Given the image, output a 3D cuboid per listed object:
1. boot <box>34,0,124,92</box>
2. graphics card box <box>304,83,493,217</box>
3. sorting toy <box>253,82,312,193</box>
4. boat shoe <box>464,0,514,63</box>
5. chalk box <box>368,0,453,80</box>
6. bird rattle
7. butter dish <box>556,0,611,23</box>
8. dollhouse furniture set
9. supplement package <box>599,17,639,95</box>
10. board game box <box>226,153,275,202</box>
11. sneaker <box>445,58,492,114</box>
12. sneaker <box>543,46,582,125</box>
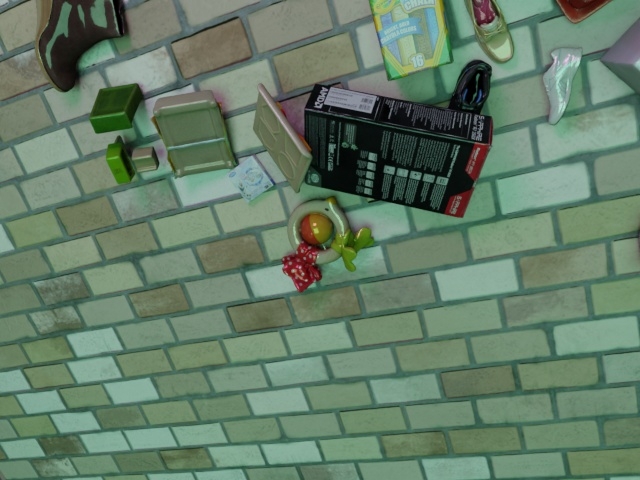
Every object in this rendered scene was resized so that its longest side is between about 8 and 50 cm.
[{"bbox_3d":[-0.560,-0.476,1.152,0.206,0.090,0.249,5,110,14],"label":"boot"},{"bbox_3d":[0.150,-0.185,1.047,0.370,0.094,0.233,12,147,8],"label":"graphics card box"},{"bbox_3d":[-0.083,-0.220,1.080,0.038,0.208,0.193,-31,81,-16],"label":"sorting toy"},{"bbox_3d":[0.333,-0.428,0.971,0.063,0.059,0.170,-29,103,23],"label":"boat shoe"},{"bbox_3d":[0.175,-0.443,0.960,0.132,0.132,0.213,-10,112,18],"label":"chalk box"},{"bbox_3d":[0.000,0.000,1.225,0.253,0.143,0.207,-18,96,33],"label":"bird rattle"},{"bbox_3d":[0.492,-0.499,0.869,0.160,0.118,0.160,-33,101,24],"label":"butter dish"},{"bbox_3d":[-0.372,-0.273,1.208,0.301,0.151,0.198,-9,132,-1],"label":"dollhouse furniture set"},{"bbox_3d":[0.682,-0.353,0.838,0.198,0.199,0.263,38,115,-4],"label":"supplement package"},{"bbox_3d":[-0.175,-0.155,1.232,0.090,0.020,0.090,-31,103,23],"label":"board game box"},{"bbox_3d":[0.293,-0.261,1.016,0.079,0.121,0.217,14,115,9],"label":"sneaker"},{"bbox_3d":[0.479,-0.312,0.993,0.061,0.053,0.152,13,109,18],"label":"sneaker"}]
